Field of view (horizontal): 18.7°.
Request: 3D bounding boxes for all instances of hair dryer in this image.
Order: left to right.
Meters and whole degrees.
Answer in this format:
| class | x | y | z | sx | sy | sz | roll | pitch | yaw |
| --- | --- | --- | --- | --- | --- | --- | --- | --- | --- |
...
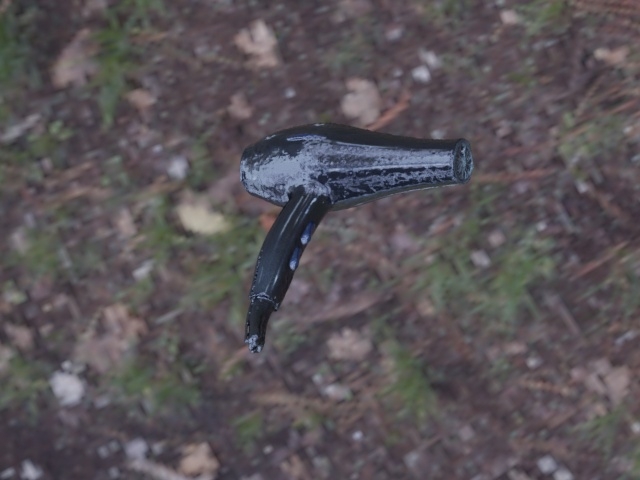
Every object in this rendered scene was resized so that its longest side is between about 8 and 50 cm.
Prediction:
| class | x | y | z | sx | sy | sz | roll | pitch | yaw |
| --- | --- | --- | --- | --- | --- | --- | --- | --- | --- |
| hair dryer | 0.000 | 0.000 | 1.482 | 0.195 | 0.219 | 0.075 | 0 | 140 | 33 |
